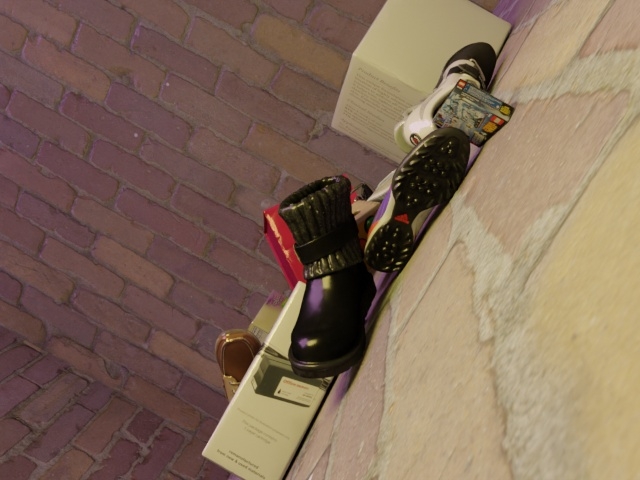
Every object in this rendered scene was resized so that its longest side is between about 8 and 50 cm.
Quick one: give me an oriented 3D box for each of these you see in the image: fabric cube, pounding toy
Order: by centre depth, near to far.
[{"bbox_3d":[0.084,0.048,1.288,0.181,0.206,0.094,-36,24,-25],"label":"pounding toy"},{"bbox_3d":[0.000,0.000,1.720,0.258,0.259,0.254,-25,-9,-10],"label":"fabric cube"}]

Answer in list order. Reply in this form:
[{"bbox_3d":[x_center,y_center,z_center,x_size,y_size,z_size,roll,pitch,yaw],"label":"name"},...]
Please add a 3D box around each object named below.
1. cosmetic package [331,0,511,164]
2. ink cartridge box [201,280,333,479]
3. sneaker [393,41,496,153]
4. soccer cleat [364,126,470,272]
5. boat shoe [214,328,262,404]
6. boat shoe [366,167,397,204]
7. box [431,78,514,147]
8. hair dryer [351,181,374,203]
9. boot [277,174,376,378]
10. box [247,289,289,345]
[{"bbox_3d":[0.267,-0.458,1.683,0.328,0.329,0.394,-60,-1,-18],"label":"cosmetic package"},{"bbox_3d":[-0.082,0.317,1.293,0.395,0.166,0.285,-60,-2,-18],"label":"ink cartridge box"},{"bbox_3d":[0.311,-0.316,1.281,0.331,0.122,0.146,-51,20,-17],"label":"sneaker"},{"bbox_3d":[0.164,-0.084,1.064,0.116,0.108,0.318,-80,10,-51],"label":"soccer cleat"},{"bbox_3d":[-0.189,0.355,1.484,0.116,0.123,0.325,-114,13,-50],"label":"boat shoe"},{"bbox_3d":[0.189,-0.107,1.291,0.103,0.118,0.320,-53,-1,-33],"label":"boat shoe"},{"bbox_3d":[0.237,-0.198,0.934,0.027,0.093,0.137,-61,-1,-8],"label":"box"},{"bbox_3d":[0.156,-0.063,1.505,0.293,0.080,0.224,-34,-35,-45],"label":"hair dryer"},{"bbox_3d":[-0.001,0.051,1.057,0.348,0.131,0.260,-66,-36,-61],"label":"boot"},{"bbox_3d":[-0.104,0.309,1.927,0.117,0.242,0.213,-61,-1,29],"label":"box"}]
